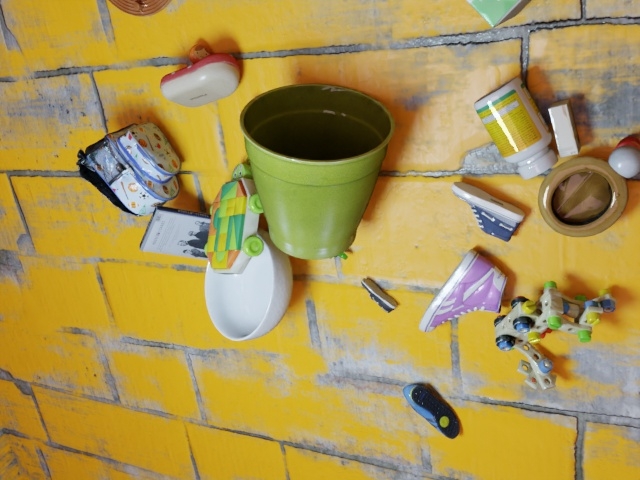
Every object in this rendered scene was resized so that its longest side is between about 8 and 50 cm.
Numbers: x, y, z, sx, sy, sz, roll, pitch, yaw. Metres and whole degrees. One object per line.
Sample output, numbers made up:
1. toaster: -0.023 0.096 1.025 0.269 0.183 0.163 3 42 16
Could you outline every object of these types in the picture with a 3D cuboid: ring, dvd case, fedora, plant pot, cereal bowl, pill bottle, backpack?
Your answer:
1. ring: -0.524 -0.790 1.791 0.336 0.032 0.337 13 119 25
2. dvd case: -0.415 -0.019 2.005 0.179 0.238 0.029 -57 36 36
3. fedora: 0.591 -0.103 1.473 0.194 0.079 0.194 8 112 21
4. plant pot: -0.016 -0.152 1.648 0.366 0.366 0.353 21 133 19
5. cereal bowl: -0.197 0.128 1.948 0.339 0.141 0.339 -7 80 44
6. pill bottle: 0.443 -0.248 1.461 0.117 0.117 0.208 -28 98 36
7. backpack: -0.540 -0.214 1.957 0.213 0.276 0.263 -25 103 22

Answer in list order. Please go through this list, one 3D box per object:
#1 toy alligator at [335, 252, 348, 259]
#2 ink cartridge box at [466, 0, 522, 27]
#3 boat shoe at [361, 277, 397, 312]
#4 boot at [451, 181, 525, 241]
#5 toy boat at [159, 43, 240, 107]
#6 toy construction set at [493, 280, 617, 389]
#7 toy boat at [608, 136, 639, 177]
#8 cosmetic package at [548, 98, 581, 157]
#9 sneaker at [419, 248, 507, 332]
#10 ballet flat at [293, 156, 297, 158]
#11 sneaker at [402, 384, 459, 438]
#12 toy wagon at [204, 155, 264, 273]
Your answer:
1. toy alligator: 0.000 0.000 1.872 0.189 0.056 0.051 36 166 9
2. ink cartridge box: 0.314 -0.584 1.311 0.289 0.211 0.121 47 127 1
3. boat shoe: 0.161 0.158 1.861 0.125 0.046 0.038 38 121 -2
4. boot: 0.397 -0.069 1.602 0.190 0.069 0.086 29 121 12
5. toy boat: -0.329 -0.467 1.791 0.231 0.151 0.151 -10 79 32
6. toy construction set: 0.561 0.227 1.619 0.215 0.151 0.328 11 130 -6
7. toy boat: 0.754 -0.171 1.306 0.318 0.148 0.267 2 114 28
8. cosmetic package: 0.542 -0.249 1.442 0.041 0.060 0.115 -10 109 31
9. sneaker: 0.380 0.173 1.713 0.161 0.102 0.282 35 125 6
10. ballet flat: -0.115 -0.287 1.790 0.077 0.077 0.231 -29 100 15
11. sneaker: 0.327 0.503 1.933 0.209 0.069 0.082 45 160 -8
12. toy wagon: -0.242 -0.077 1.845 0.267 0.068 0.344 -5 77 55
